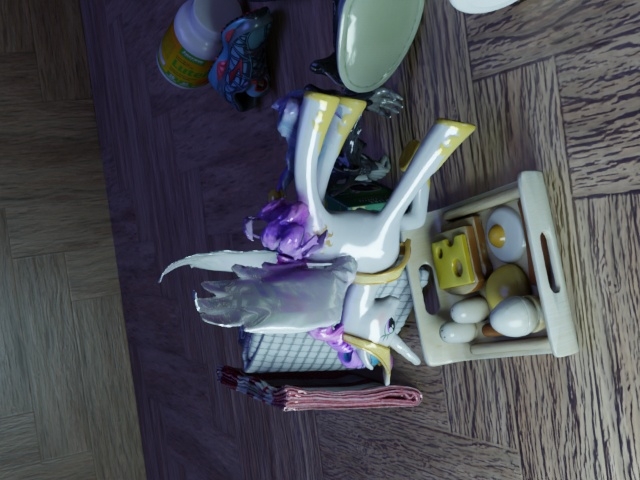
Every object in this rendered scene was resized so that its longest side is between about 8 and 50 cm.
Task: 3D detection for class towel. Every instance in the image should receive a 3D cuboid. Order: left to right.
[{"bbox_3d":[-0.015,0.236,1.575,0.329,0.237,0.037,180,93,-65],"label":"towel"},{"bbox_3d":[0.007,0.090,1.485,0.283,0.235,0.121,112,154,-45],"label":"towel"}]

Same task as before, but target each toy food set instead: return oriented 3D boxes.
[{"bbox_3d":[0.201,0.049,1.226,0.306,0.092,0.219,-21,79,64],"label":"toy food set"}]

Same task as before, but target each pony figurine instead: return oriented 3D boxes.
[{"bbox_3d":[0.000,0.000,1.197,0.303,0.351,0.363,-141,61,-68],"label":"pony figurine"}]

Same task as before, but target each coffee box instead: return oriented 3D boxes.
[{"bbox_3d":[0.048,-0.065,1.489,0.184,0.113,0.040,33,125,56],"label":"coffee box"}]

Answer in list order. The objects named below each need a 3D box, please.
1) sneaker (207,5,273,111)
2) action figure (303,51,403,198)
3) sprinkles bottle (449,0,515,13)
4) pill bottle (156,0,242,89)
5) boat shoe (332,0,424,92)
[{"bbox_3d":[-0.128,-0.341,1.825,0.125,0.104,0.262,56,153,11],"label":"sneaker"},{"bbox_3d":[0.051,-0.168,1.427,0.275,0.141,0.164,-102,22,-45],"label":"action figure"},{"bbox_3d":[0.155,-0.449,1.133,0.121,0.121,0.355,-50,53,58],"label":"sprinkles bottle"},{"bbox_3d":[-0.247,-0.420,1.969,0.246,0.136,0.136,-32,69,63],"label":"pill bottle"},{"bbox_3d":[0.070,-0.384,1.329,0.113,0.127,0.340,-137,46,-54],"label":"boat shoe"}]
